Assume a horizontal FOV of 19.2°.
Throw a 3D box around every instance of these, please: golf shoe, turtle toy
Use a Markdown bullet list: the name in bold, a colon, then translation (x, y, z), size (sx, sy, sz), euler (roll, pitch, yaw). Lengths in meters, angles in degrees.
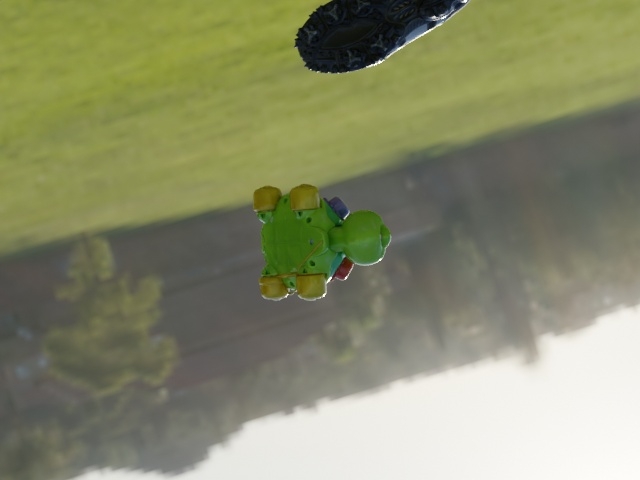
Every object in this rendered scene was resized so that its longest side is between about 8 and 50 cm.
- **golf shoe**: translation (0.072, -0.217, 1.844), size (0.198, 0.077, 0.094), euler (-23, 177, 18)
- **turtle toy**: translation (0.000, 0.000, 1.542), size (0.066, 0.095, 0.130), euler (-6, -177, -40)
